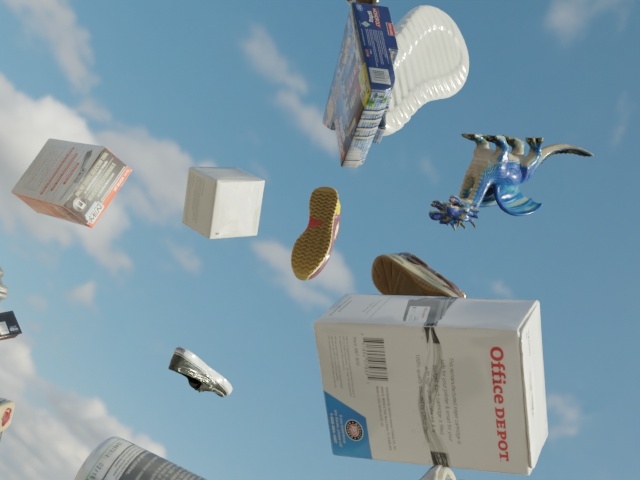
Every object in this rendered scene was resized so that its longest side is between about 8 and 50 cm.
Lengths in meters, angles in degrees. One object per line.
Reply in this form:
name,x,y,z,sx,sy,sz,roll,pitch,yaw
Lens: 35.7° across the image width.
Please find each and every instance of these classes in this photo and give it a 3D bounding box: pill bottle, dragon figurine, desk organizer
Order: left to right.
desk organizer,-0.592,0.162,1.724,0.050,0.130,0.047,-36,-106,35
pill bottle,-0.264,0.514,1.781,0.361,0.204,0.204,23,-30,10
dragon figurine,0.278,-0.084,1.478,0.085,0.289,0.144,13,-78,52

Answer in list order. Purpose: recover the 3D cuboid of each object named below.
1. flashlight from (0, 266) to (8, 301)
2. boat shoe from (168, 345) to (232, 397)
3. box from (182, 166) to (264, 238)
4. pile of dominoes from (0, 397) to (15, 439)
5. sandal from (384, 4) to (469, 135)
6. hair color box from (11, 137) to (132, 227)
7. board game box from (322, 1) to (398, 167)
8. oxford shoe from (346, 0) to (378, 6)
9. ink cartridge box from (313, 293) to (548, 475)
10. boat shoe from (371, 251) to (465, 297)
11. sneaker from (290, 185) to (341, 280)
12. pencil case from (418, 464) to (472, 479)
flashlight,-0.532,0.023,1.233,0.103,0.103,0.304,22,-2,35
boat shoe,-0.192,0.215,1.564,0.049,0.040,0.142,11,-26,41
box,-0.161,-0.064,1.648,0.087,0.102,0.101,27,-66,46
pile of dominoes,-0.355,0.275,0.950,0.040,0.251,0.196,15,4,8
sandal,0.136,-0.299,1.715,0.102,0.416,0.169,-10,-73,35
hair color box,-0.322,-0.076,1.275,0.053,0.093,0.167,42,-18,-35
board game box,0.058,-0.204,1.429,0.060,0.194,0.194,5,-41,-14
oxford shoe,0.028,-0.435,1.617,0.227,0.096,0.083,62,-35,40
ink cartridge box,0.212,0.261,1.860,0.394,0.166,0.285,1,-71,26
boat shoe,0.262,0.131,2.099,0.342,0.123,0.123,37,-54,33
sneaker,0.000,0.000,1.744,0.069,0.185,0.084,10,-29,17
pencil case,-0.031,0.352,1.072,0.410,0.183,0.160,-14,-66,15
